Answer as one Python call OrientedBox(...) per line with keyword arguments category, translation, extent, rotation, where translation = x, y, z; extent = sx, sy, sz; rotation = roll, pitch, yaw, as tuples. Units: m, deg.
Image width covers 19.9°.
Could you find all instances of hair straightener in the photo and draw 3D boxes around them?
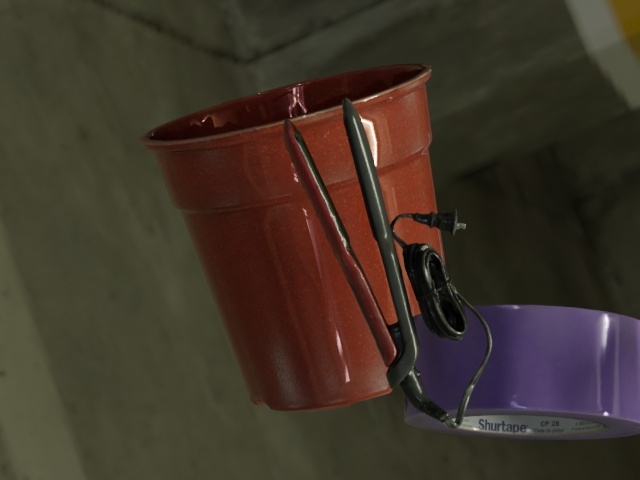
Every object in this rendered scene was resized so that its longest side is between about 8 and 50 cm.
OrientedBox(category="hair straightener", translation=(0.057, 0.013, 1.194), extent=(0.047, 0.089, 0.230), rotation=(-64, 132, -85))

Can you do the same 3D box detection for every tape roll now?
OrientedBox(category="tape roll", translation=(0.159, 0.105, 1.408), extent=(0.189, 0.189, 0.080), rotation=(34, 57, -66))

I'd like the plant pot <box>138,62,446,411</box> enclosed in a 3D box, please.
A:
OrientedBox(category="plant pot", translation=(0.000, 0.000, 1.663), extent=(0.272, 0.272, 0.265), rotation=(-54, 131, -74))
